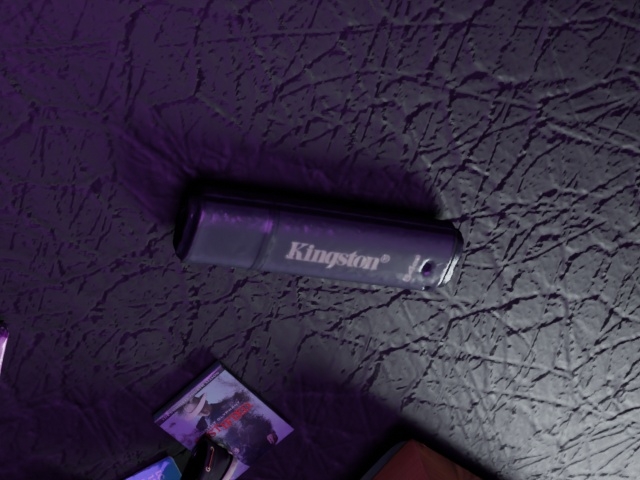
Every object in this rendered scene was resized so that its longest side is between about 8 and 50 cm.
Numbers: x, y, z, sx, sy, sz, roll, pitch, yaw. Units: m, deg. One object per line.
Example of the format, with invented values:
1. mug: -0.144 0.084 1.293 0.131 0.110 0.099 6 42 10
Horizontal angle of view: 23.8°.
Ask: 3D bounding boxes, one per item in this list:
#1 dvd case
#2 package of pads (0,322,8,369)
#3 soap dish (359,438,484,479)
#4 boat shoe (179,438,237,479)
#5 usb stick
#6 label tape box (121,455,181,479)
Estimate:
1. dvd case: -0.094 0.178 1.481 0.087 0.013 0.119 -40 124 6
2. package of pads: -0.310 0.110 1.351 0.050 0.032 0.083 8 116 -21
3. soap dish: 0.126 0.361 1.605 0.291 0.118 0.229 34 103 -33
4. boat shoe: -0.128 0.252 1.449 0.042 0.049 0.133 39 66 -23
5. usb stick: 0.000 0.000 1.391 0.278 0.045 0.077 8 115 -24
6. label tape box: -0.234 0.403 1.451 0.348 0.115 0.249 -28 105 -6
